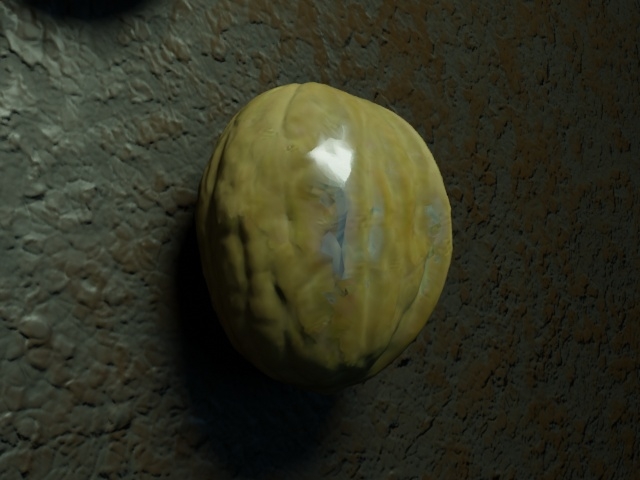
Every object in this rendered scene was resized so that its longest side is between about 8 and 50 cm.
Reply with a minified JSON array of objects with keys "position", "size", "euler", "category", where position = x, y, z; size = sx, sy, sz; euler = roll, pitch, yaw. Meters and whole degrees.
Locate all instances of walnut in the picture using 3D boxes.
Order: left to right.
[{"position":[0.000,0.000,0.699],"size":[0.225,0.225,0.261],"euler":[-4,89,-43],"category":"walnut"}]
